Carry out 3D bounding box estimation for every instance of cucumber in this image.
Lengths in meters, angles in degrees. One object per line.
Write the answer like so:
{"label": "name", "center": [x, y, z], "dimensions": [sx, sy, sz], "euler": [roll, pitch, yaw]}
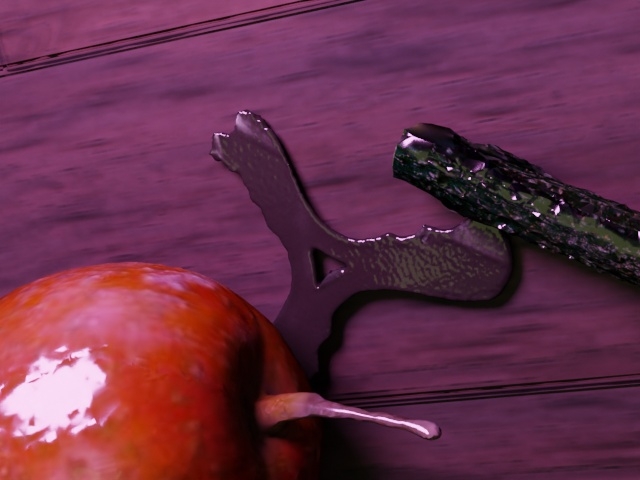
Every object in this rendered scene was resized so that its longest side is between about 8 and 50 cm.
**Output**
{"label": "cucumber", "center": [0.159, -0.003, 0.746], "dimensions": [0.257, 0.043, 0.044], "euler": [23, 112, 13]}

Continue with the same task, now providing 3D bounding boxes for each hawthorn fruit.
{"label": "hawthorn fruit", "center": [-0.110, 0.119, 0.800], "dimensions": [0.263, 0.231, 0.235], "euler": [-33, 72, -12]}

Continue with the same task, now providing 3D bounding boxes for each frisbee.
{"label": "frisbee", "center": [0.000, 0.000, 0.827], "dimensions": [0.211, 0.012, 0.187], "euler": [-31, 92, 26]}
